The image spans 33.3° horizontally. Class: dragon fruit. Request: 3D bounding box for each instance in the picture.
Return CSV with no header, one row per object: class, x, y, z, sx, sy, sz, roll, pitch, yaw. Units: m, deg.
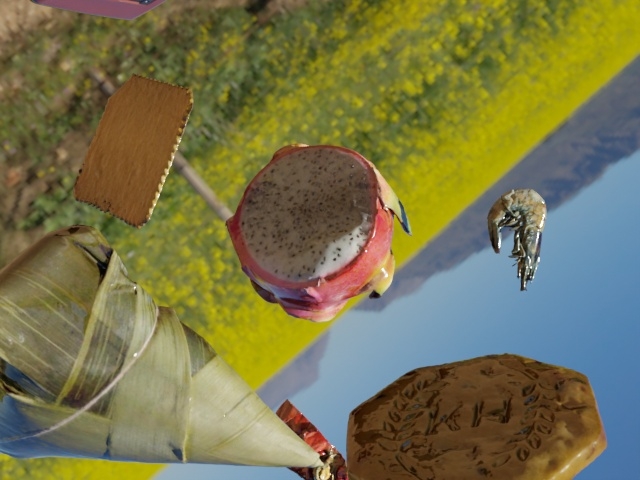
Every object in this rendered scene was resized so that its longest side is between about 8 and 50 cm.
dragon fruit,0.000,0.000,1.764,0.291,0.290,0.189,-41,144,-4
dragon fruit,-0.021,0.387,1.890,0.092,0.192,0.122,-42,149,-12

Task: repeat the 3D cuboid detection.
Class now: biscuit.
biscuit,-0.306,-0.152,1.737,0.013,0.232,0.236,22,90,-45
biscuit,0.199,0.249,1.427,0.359,0.046,0.359,-12,-158,5

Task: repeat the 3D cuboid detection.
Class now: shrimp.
shrimp,0.303,-0.001,1.663,0.091,0.161,0.034,3,174,7

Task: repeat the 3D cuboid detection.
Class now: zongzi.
zongzi,-0.192,0.162,0.975,0.289,0.317,0.154,-40,-164,51

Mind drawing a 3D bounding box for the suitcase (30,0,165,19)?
suitcase,-0.404,-0.532,2.005,0.236,0.161,0.297,-21,171,35
